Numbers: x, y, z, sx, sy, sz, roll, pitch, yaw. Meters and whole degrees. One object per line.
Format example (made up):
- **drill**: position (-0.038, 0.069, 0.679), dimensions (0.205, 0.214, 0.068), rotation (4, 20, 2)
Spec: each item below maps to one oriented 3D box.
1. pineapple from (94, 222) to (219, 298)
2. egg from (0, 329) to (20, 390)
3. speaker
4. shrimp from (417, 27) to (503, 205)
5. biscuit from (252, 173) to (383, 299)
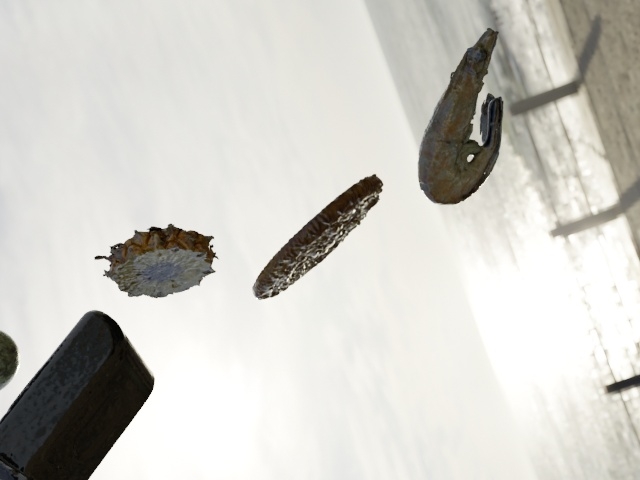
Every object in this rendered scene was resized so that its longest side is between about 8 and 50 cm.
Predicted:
- **pineapple**: position (-0.289, 0.044, 1.872), dimensions (0.221, 0.221, 0.047), rotation (60, -167, -56)
- **egg**: position (-0.655, 0.234, 1.991), dimensions (0.132, 0.172, 0.132), rotation (40, 141, 43)
- **speaker**: position (-0.395, 0.311, 1.752), dimensions (0.388, 0.184, 0.180), rotation (-58, -46, -37)
- **shrimp**: position (0.187, -0.148, 1.293), dimensions (0.126, 0.224, 0.047), rotation (10, -165, -38)
- **biscuit**: position (0.000, 0.000, 1.811), dimensions (0.038, 0.305, 0.305), rotation (47, -176, 8)
